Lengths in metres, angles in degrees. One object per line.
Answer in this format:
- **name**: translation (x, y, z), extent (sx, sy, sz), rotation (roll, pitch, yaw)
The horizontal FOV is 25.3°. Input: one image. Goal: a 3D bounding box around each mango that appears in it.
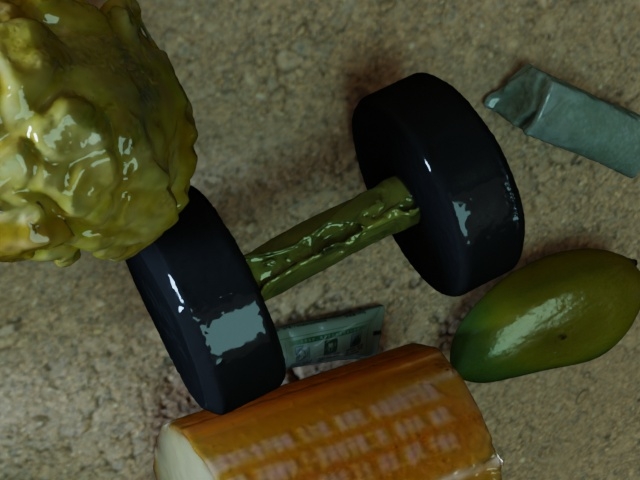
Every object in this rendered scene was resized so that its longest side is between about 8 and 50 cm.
- **mango**: translation (0.250, 0.080, 1.568), extent (0.237, 0.091, 0.137), rotation (-13, 120, -24)

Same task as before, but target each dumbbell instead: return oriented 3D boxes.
- **dumbbell**: translation (0.000, 0.000, 1.283), extent (0.322, 0.204, 0.204), rotation (-26, 130, -14)

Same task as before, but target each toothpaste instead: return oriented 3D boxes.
- **toothpaste**: translation (-0.027, 0.108, 1.452), extent (0.218, 0.041, 0.064), rotation (-8, 118, -32)

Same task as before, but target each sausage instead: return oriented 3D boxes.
- **sausage**: translation (0.004, 0.250, 1.437), extent (0.287, 0.233, 0.233), rotation (-14, 126, -22)

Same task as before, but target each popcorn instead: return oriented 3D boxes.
- **popcorn**: translation (-0.209, -0.092, 1.095), extent (0.190, 0.250, 0.250), rotation (-18, 136, 22)

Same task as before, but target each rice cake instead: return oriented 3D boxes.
- **rice cake**: translation (0.265, -0.122, 1.459), extent (0.206, 0.063, 0.069), rotation (20, 106, -39)
